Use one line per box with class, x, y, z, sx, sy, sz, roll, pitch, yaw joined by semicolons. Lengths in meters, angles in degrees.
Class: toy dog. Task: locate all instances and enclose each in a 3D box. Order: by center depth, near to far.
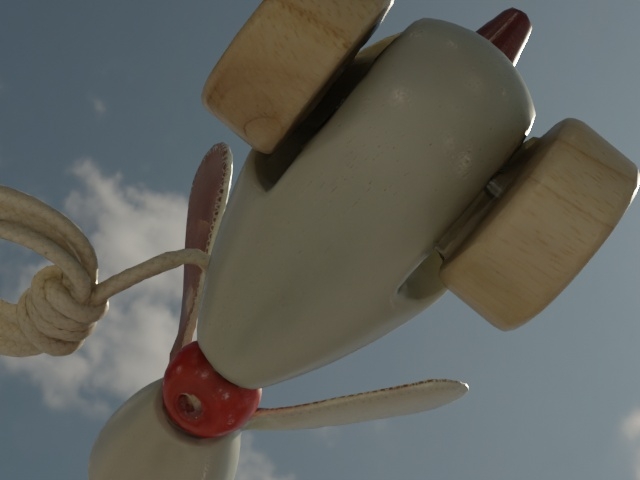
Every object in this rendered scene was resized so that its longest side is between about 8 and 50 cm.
toy dog;0.000;0.000;0.613;0.333;0.161;0.220;-25;-77;39
